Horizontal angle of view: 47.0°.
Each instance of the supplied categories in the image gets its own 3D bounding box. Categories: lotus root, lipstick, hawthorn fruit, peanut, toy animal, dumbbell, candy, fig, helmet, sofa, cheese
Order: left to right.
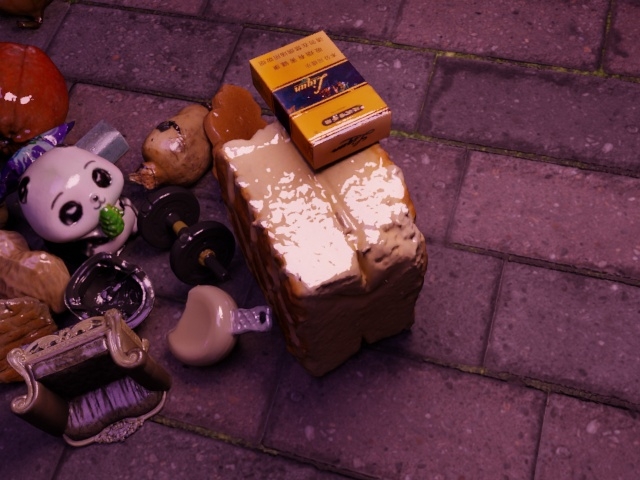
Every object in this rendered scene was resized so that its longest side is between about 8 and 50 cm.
[{"bbox_3d":[-0.721,-0.327,1.715,0.258,0.258,0.261,-10,91,3],"label":"hawthorn fruit"},{"bbox_3d":[-0.793,-0.687,1.932,0.235,0.214,0.235,-21,46,23],"label":"fig"},{"bbox_3d":[-0.628,0.082,1.541,0.233,0.196,0.110,24,29,16],"label":"peanut"},{"bbox_3d":[-0.645,-0.168,1.633,0.070,0.145,0.275,43,36,-15],"label":"candy"},{"bbox_3d":[-0.571,-0.148,1.690,0.076,0.077,0.289,35,74,22],"label":"lipstick"},{"bbox_3d":[-0.497,-0.067,1.539,0.213,0.266,0.212,0,62,1],"label":"toy animal"},{"bbox_3d":[-0.431,0.274,1.393,0.259,0.200,0.182,-22,60,-5],"label":"sofa"},{"bbox_3d":[-0.430,0.120,1.525,0.177,0.107,0.153,33,68,1],"label":"helmet"},{"bbox_3d":[-0.309,-0.210,1.642,0.140,0.154,0.256,18,58,24],"label":"lotus root"},{"bbox_3d":[-0.279,-0.012,1.525,0.143,0.143,0.325,-40,52,-12],"label":"dumbbell"},{"bbox_3d":[-0.194,0.178,1.418,0.249,0.071,0.163,15,89,41],"label":"cheese"}]

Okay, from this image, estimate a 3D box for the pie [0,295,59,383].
[{"bbox_3d":[-0.611,0.196,1.470,0.195,0.195,0.046,-43,45,-13],"label":"pie"}]

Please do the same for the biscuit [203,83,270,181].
[{"bbox_3d":[-0.173,-0.220,1.642,0.044,0.186,0.295,-38,50,40],"label":"biscuit"}]

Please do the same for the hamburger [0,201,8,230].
[{"bbox_3d":[-0.836,-0.021,1.627,0.260,0.144,0.283,21,72,30],"label":"hamburger"}]

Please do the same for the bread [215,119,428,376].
[{"bbox_3d":[0.000,0.000,1.376,0.280,0.390,0.371,-21,59,-13],"label":"bread"}]

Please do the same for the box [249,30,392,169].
[{"bbox_3d":[-0.003,-0.246,1.270,0.152,0.070,0.237,-25,57,-14],"label":"box"}]
